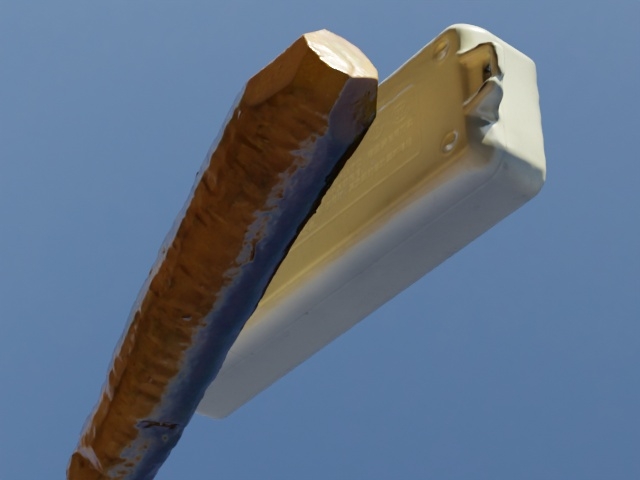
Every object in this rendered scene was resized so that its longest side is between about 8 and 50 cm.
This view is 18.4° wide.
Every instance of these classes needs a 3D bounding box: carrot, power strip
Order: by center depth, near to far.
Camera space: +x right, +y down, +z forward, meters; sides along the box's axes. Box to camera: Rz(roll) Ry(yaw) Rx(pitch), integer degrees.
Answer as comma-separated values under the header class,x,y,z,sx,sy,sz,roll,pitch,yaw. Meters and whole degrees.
class,x,y,z,sx,sy,sz,roll,pitch,yaw
carrot,-0.065,0.034,1.015,0.066,0.066,0.314,49,-62,39
power strip,0.000,0.000,1.096,0.338,0.058,0.098,-37,-138,38
